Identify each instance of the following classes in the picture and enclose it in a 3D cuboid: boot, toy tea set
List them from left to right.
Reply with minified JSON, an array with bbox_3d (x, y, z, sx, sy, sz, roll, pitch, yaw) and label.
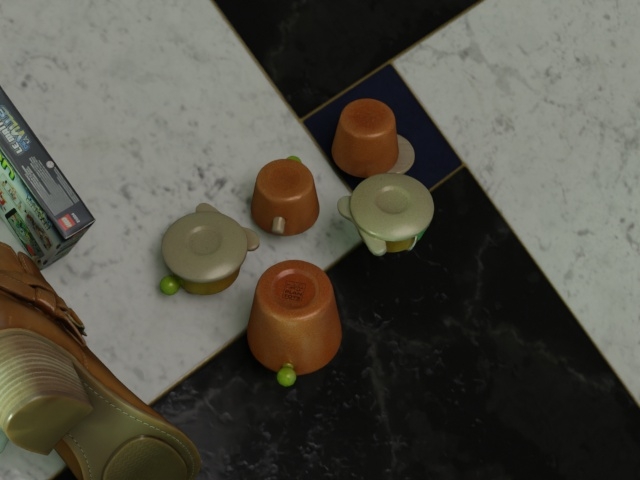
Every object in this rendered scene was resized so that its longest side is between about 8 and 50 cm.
[{"bbox_3d":[-0.233,0.123,1.101,0.109,0.283,0.220,-43,52,6],"label":"boot"},{"bbox_3d":[0.000,0.000,1.271,0.200,0.124,0.336,38,61,24],"label":"toy tea set"}]

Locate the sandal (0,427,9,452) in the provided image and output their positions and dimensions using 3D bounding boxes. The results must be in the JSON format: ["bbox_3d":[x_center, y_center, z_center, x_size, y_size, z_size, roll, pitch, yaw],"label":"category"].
[{"bbox_3d":[-0.408,0.107,0.922,0.416,0.169,0.102,21,75,-61],"label":"sandal"}]

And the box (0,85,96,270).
[{"bbox_3d":[-0.296,-0.077,1.132,0.036,0.114,0.207,-36,91,-30],"label":"box"}]
